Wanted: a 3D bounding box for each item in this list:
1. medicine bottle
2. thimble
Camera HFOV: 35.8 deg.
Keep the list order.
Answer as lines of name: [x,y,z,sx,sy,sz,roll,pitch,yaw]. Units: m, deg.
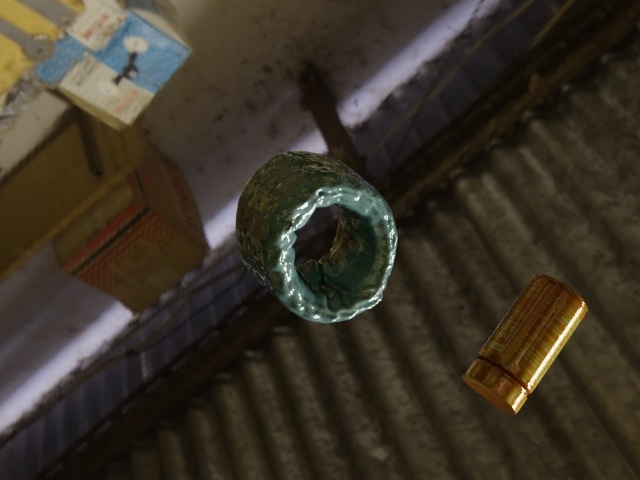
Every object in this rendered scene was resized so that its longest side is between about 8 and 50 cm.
medicine bottle: [0.299,0.149,1.447,0.096,0.096,0.192,27,-105,44]
thimble: [0.000,0.000,1.341,0.198,0.235,0.143,-34,-148,-10]
